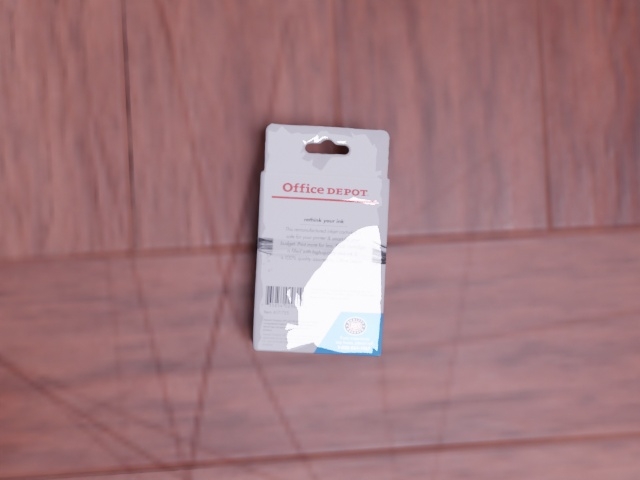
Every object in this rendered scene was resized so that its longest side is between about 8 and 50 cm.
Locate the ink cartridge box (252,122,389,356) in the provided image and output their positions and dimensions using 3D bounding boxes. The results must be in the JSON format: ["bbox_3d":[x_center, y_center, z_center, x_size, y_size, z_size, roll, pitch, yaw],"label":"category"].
[{"bbox_3d":[0.000,0.000,0.346,0.048,0.028,0.083,3,89,-4],"label":"ink cartridge box"}]
